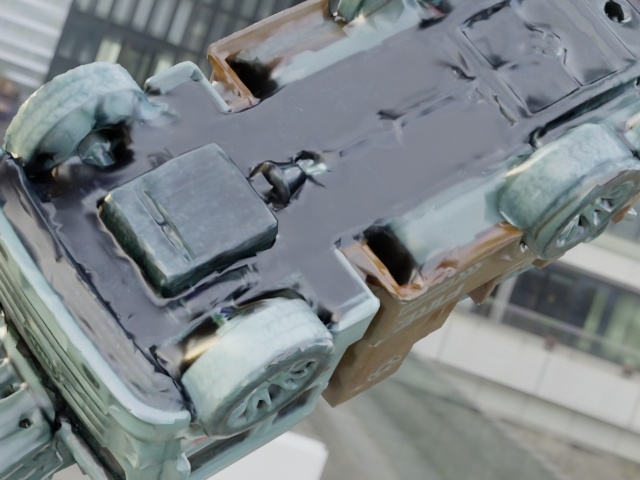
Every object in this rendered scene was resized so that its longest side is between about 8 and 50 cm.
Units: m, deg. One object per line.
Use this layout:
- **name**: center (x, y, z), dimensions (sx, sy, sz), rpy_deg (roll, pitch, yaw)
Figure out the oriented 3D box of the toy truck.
- **toy truck**: center (0.000, 0.000, 0.682), dimensions (0.133, 0.338, 0.184), rpy_deg (52, -28, 18)
